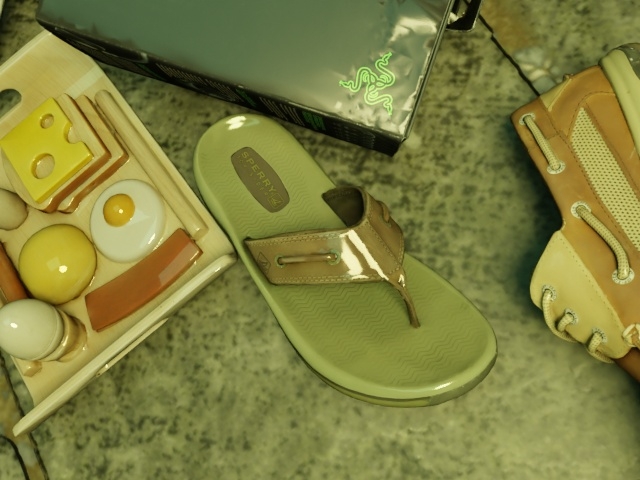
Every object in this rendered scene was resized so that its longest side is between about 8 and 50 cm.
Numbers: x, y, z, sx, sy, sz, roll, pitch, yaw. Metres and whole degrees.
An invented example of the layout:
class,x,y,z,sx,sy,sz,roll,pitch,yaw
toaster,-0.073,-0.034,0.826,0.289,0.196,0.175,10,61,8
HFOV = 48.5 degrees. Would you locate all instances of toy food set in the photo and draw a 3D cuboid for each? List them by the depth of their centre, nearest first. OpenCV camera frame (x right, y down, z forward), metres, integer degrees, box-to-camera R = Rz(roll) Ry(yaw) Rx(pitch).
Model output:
class,x,y,z,sx,sy,sz,roll,pitch,yaw
toy food set,-0.237,-0.022,0.611,0.220,0.092,0.306,-40,68,3

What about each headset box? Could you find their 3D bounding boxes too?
class,x,y,z,sx,sy,sz,roll,pitch,yaw
headset box,-0.017,-0.216,0.522,0.283,0.131,0.246,19,93,2

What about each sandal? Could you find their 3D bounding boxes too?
class,x,y,z,sx,sy,sz,roll,pitch,yaw
sandal,-0.002,0.000,0.521,0.120,0.086,0.303,-35,64,-20

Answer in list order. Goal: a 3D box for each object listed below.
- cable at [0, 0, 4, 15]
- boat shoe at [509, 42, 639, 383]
class,x,y,z,sx,sy,sz,roll,pitch,yaw
cable,-0.411,-0.264,0.700,0.257,0.089,0.257,-42,70,26
boat shoe,0.199,0.025,0.453,0.120,0.122,0.323,-18,55,22
